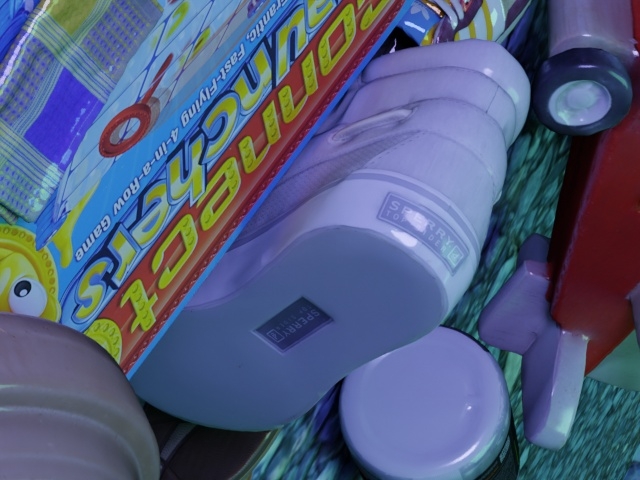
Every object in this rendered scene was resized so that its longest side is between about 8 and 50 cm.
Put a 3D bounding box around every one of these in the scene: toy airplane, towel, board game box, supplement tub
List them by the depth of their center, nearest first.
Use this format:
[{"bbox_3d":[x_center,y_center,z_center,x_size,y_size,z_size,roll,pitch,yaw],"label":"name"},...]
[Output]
[{"bbox_3d":[-0.077,-0.047,0.532,0.083,0.009,0.060,-59,161,-10],"label":"towel"},{"bbox_3d":[-0.075,-0.103,0.610,0.308,0.086,0.302,-54,158,-22],"label":"board game box"},{"bbox_3d":[0.255,-0.020,1.207,0.384,0.272,0.386,-137,-130,-89],"label":"toy airplane"},{"bbox_3d":[0.081,0.143,1.264,0.117,0.117,0.190,-56,159,-16],"label":"supplement tub"}]

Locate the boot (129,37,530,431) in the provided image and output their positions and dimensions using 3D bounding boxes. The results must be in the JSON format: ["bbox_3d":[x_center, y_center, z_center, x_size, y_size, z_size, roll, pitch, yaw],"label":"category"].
[{"bbox_3d":[0.000,0.000,0.801,0.258,0.095,0.123,-26,-152,52],"label":"boot"}]

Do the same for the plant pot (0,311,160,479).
[{"bbox_3d":[-0.146,0.137,0.572,0.237,0.110,0.237,-25,150,-15],"label":"plant pot"}]

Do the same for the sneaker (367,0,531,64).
[{"bbox_3d":[0.066,-0.125,0.953,0.185,0.069,0.084,-63,165,0],"label":"sneaker"}]

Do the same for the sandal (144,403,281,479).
[{"bbox_3d":[-0.066,0.126,0.946,0.049,0.072,0.180,5,118,-57],"label":"sandal"}]
